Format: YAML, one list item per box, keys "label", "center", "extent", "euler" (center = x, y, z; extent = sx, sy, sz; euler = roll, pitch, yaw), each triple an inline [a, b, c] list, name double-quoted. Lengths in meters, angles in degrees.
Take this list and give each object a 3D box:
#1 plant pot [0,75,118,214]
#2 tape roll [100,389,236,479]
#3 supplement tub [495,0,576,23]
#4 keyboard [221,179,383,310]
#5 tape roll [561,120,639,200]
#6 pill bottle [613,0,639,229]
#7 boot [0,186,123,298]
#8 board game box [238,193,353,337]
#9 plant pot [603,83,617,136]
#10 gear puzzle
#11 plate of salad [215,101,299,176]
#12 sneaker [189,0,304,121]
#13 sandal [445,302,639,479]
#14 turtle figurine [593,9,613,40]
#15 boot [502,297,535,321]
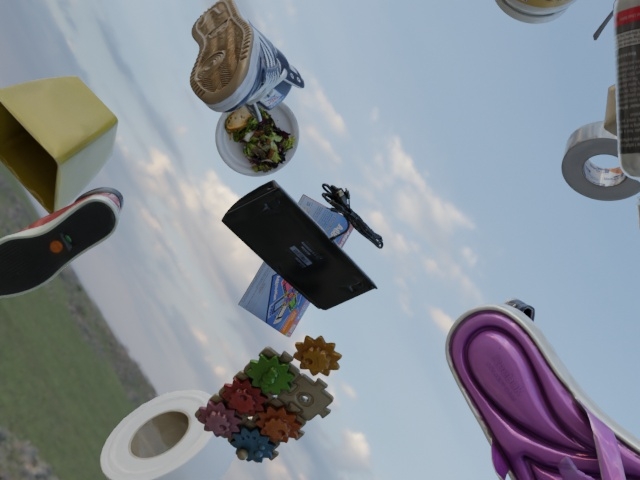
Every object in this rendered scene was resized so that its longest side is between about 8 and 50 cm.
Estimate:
- label: "plant pot"
  center: [-0.546, -0.219, 1.897]
  extent: [0.212, 0.187, 0.212]
  euler: [45, -33, 9]
- label: "tape roll"
  center: [-0.331, 0.455, 1.982]
  extent: [0.286, 0.286, 0.100]
  euler: [36, -26, 59]
- label: "supplement tub"
  center: [0.495, -0.639, 1.970]
  extent: [0.228, 0.228, 0.316]
  euler: [56, -11, 16]
- label: "keyboard"
  center: [0.000, 0.000, 1.505]
  extent: [0.317, 0.201, 0.033]
  euler: [45, 28, -42]
- label: "tape roll"
  center: [0.732, -0.202, 2.321]
  extent: [0.219, 0.072, 0.219]
  euler: [13, -38, 11]
- label: "pill bottle"
  center: [0.487, -0.174, 1.211]
  extent: [0.176, 0.176, 0.318]
  euler: [-170, -104, -72]
- label: "boot"
  center: [-0.413, -0.001, 1.391]
  extent: [0.088, 0.244, 0.176]
  euler: [62, -3, -15]
- label: "board game box"
  center: [-0.051, 0.052, 1.949]
  extent: [0.145, 0.281, 0.027]
  euler: [30, -1, 33]
- label: "plant pot"
  center: [0.608, -0.248, 1.696]
  extent: [0.109, 0.109, 0.096]
  euler: [26, -32, -15]
- label: "gear puzzle"
  center: [-0.076, 0.285, 1.617]
  extent: [0.175, 0.339, 0.044]
  euler: [40, 31, -10]
- label: "plate of salad"
  center: [-0.146, -0.241, 2.123]
  extent: [0.048, 0.200, 0.200]
  euler: [-120, -174, -66]
- label: "sneaker"
  center: [-0.089, -0.208, 1.188]
  extent: [0.153, 0.099, 0.282]
  euler: [49, 14, -31]
- label: "sandal"
  center: [0.268, 0.250, 1.021]
  extent: [0.102, 0.169, 0.416]
  euler: [8, 37, -55]
- label: "turtle figurine"
  center: [0.542, -0.513, 1.597]
  extent: [0.274, 0.198, 0.266]
  euler: [4, -48, 43]
- label: "boot"
  center: [0.405, 0.219, 1.975]
  extent: [0.069, 0.190, 0.086]
  euler: [17, 3, -12]
